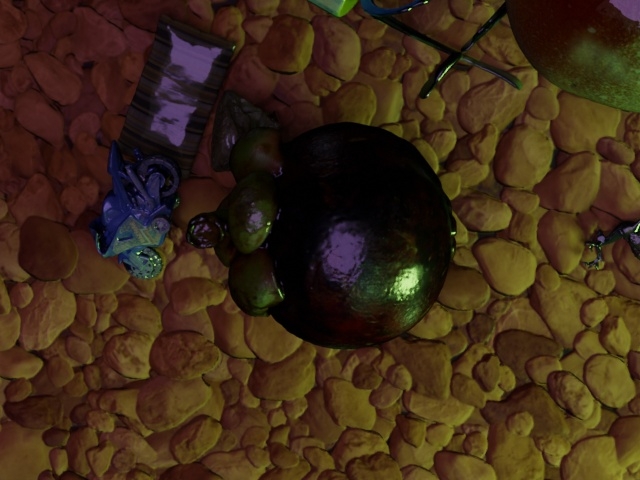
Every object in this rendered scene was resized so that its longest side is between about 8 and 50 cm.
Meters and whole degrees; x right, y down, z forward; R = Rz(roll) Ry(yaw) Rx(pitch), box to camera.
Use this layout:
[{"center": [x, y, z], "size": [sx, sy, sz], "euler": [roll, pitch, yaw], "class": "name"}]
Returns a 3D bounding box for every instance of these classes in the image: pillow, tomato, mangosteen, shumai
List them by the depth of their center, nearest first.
[{"center": [0.367, -0.284, 1.655], "size": [0.303, 0.303, 0.239], "euler": [24, 131, 5], "class": "tomato"}, {"center": [0.018, -0.005, 1.782], "size": [0.311, 0.311, 0.311], "euler": [3, 104, 10], "class": "mangosteen"}, {"center": [-0.096, -0.138, 1.880], "size": [0.087, 0.124, 0.099], "euler": [11, 134, -12], "class": "shumai"}, {"center": [-0.196, -0.191, 1.916], "size": [0.113, 0.038, 0.203], "euler": [23, 108, 1], "class": "pillow"}]

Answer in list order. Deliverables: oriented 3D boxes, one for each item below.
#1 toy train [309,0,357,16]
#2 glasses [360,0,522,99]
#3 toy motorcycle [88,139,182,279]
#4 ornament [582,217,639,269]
[{"center": [-0.071, -0.465, 1.774], "size": [0.369, 0.150, 0.237], "euler": [30, 114, 4], "class": "toy train"}, {"center": [0.183, -0.269, 1.782], "size": [0.239, 0.102, 0.207], "euler": [-16, 102, 6], "class": "glasses"}, {"center": [-0.255, -0.037, 1.941], "size": [0.114, 0.076, 0.205], "euler": [15, 123, -2], "class": "toy motorcycle"}, {"center": [0.399, 0.006, 1.854], "size": [0.125, 0.028, 0.073], "euler": [-32, 95, 15], "class": "ornament"}]
